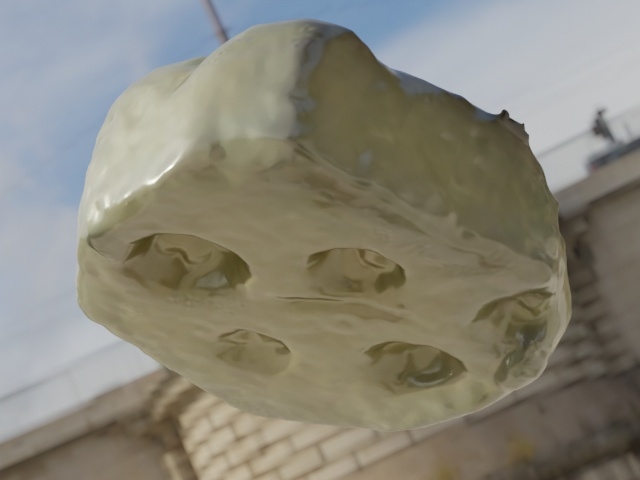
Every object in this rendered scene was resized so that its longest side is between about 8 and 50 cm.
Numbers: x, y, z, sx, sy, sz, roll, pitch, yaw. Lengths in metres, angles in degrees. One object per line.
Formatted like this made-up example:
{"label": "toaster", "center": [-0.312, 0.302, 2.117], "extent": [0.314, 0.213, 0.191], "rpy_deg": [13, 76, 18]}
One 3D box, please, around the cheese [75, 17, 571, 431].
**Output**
{"label": "cheese", "center": [0.000, 0.000, 1.184], "extent": [0.318, 0.115, 0.326], "rpy_deg": [7, -31, 7]}
